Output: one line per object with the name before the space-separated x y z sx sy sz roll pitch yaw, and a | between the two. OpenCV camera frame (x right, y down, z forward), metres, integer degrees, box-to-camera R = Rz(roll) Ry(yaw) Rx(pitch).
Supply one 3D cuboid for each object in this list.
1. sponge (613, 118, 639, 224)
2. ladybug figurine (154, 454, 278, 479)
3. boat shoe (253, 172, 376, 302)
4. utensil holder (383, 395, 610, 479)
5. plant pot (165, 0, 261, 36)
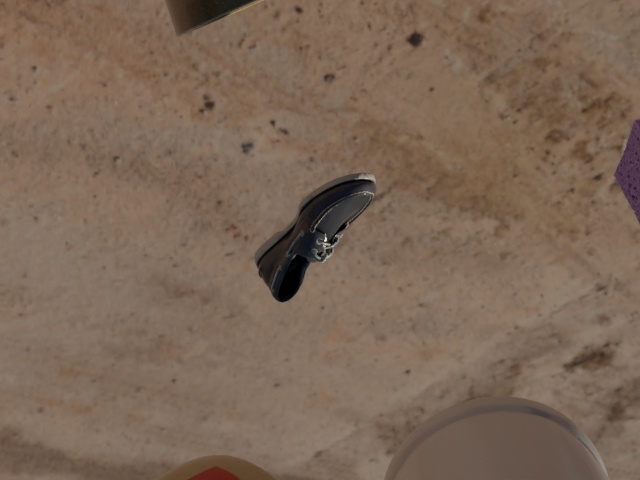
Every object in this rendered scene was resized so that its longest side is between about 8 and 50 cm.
sponge | 0.498 -0.067 1.333 0.031 0.210 0.117 -6 140 -9
ladybug figurine | -0.105 0.427 1.005 0.162 0.449 0.305 6 110 -41
boat shoe | 0.000 0.000 0.991 0.075 0.065 0.206 3 149 -39
utensil holder | 0.251 0.423 1.119 0.327 0.385 0.328 0 105 -1
plant pot | -0.033 -0.285 0.538 0.237 0.237 0.254 -23 105 9
